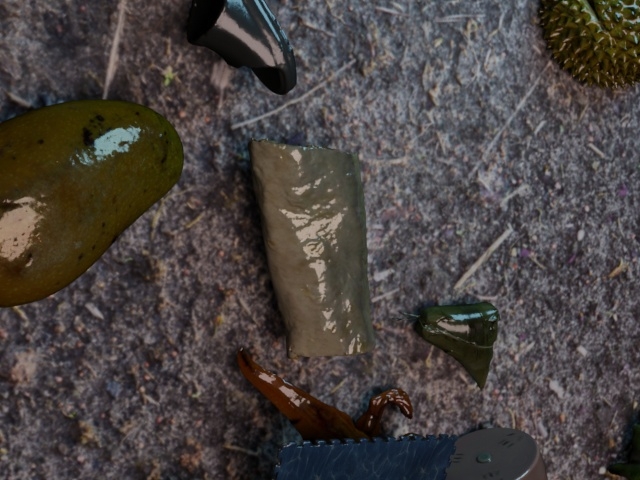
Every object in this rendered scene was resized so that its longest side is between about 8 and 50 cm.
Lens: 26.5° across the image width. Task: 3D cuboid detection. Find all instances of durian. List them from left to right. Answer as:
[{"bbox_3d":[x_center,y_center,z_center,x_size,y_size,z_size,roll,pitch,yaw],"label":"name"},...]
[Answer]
[{"bbox_3d":[0.421,-0.295,1.827,0.237,0.138,0.193,13,94,-32],"label":"durian"}]

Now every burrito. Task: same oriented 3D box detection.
[{"bbox_3d":[-0.003,0.001,1.662,0.143,0.105,0.299,-24,114,-38],"label":"burrito"}]

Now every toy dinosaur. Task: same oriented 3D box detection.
[{"bbox_3d":[0.043,0.265,1.763,0.208,0.097,0.432,-27,113,-16],"label":"toy dinosaur"}]

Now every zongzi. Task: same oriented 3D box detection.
[{"bbox_3d":[0.165,0.149,1.833,0.154,0.062,0.130,-3,114,-23],"label":"zongzi"}]

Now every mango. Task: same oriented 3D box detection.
[{"bbox_3d":[-0.286,-0.050,1.466,0.329,0.175,0.176,-33,160,-20],"label":"mango"}]

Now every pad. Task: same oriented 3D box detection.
[{"bbox_3d":[0.032,0.359,1.714,0.269,0.012,0.270,0,117,-30],"label":"pad"}]

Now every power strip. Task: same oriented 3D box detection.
[{"bbox_3d":[0.232,0.326,1.847,0.154,0.154,0.078,-28,115,-22],"label":"power strip"}]

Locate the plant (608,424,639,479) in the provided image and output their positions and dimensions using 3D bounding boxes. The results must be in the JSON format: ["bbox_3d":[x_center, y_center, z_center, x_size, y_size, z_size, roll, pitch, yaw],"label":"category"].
[{"bbox_3d":[0.572,0.339,1.957,0.180,0.333,0.251,37,94,-16],"label":"plant"}]

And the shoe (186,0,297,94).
[{"bbox_3d":[-0.120,-0.261,1.547,0.093,0.108,0.241,-34,108,-18],"label":"shoe"}]
